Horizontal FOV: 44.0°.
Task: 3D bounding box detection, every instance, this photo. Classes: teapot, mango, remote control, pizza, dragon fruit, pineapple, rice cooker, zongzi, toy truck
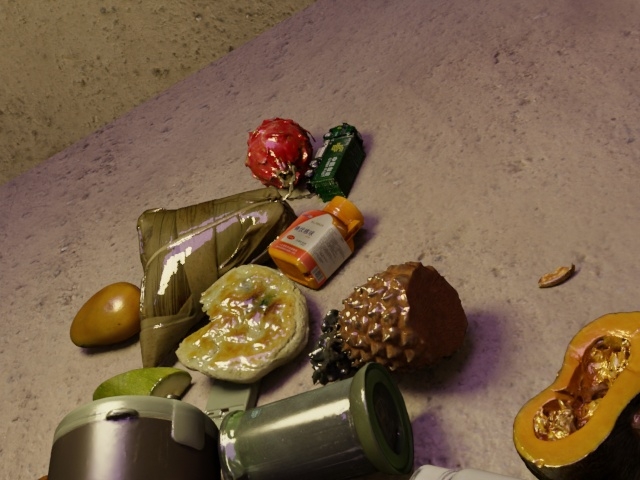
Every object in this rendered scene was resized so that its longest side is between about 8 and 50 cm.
[{"bbox_3d":[-0.014,0.355,1.462,0.336,0.200,0.270,-21,6,20],"label":"teapot"},{"bbox_3d":[-0.569,0.200,2.146,0.254,0.139,0.176,-18,29,32],"label":"mango"},{"bbox_3d":[-0.188,0.328,1.762,0.123,0.038,0.285,-17,38,24],"label":"remote control"},{"bbox_3d":[0.467,0.071,1.567,0.083,0.016,0.037,-30,34,10],"label":"pizza"},{"bbox_3d":[-0.120,-0.246,2.302,0.205,0.210,0.268,-40,36,20],"label":"dragon fruit"},{"bbox_3d":[0.098,0.186,1.579,0.357,0.223,0.223,-29,29,40],"label":"pineapple"},{"bbox_3d":[-0.333,0.455,1.428,0.335,0.335,0.325,-22,48,16],"label":"rice cooker"},{"bbox_3d":[-0.216,0.096,2.011,0.499,0.218,0.467,-13,61,9],"label":"zongzi"},{"bbox_3d":[0.044,-0.224,2.232,0.121,0.088,0.259,-9,41,34],"label":"toy truck"}]

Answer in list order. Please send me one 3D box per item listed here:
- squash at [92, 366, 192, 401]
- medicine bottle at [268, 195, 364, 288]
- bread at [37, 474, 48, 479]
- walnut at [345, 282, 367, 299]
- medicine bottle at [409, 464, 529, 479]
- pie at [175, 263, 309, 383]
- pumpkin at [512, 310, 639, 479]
[{"bbox_3d":[-0.445,0.347,1.892,0.252,0.093,0.169,9,53,45],"label":"squash"},{"bbox_3d":[0.000,-0.001,1.955,0.222,0.112,0.149,-46,36,-19],"label":"medicine bottle"},{"bbox_3d":[-0.513,0.551,1.647,0.246,0.135,0.232,-20,35,19],"label":"bread"},{"bbox_3d":[0.116,0.138,1.736,0.121,0.052,0.091,-13,39,31],"label":"walnut"},{"bbox_3d":[0.258,0.418,1.175,0.258,0.143,0.143,1,45,39],"label":"medicine bottle"},{"bbox_3d":[-0.171,0.186,1.806,0.337,0.075,0.338,-11,44,11],"label":"pie"},{"bbox_3d":[0.454,0.264,1.217,0.317,0.139,0.221,-44,32,-19],"label":"pumpkin"}]
